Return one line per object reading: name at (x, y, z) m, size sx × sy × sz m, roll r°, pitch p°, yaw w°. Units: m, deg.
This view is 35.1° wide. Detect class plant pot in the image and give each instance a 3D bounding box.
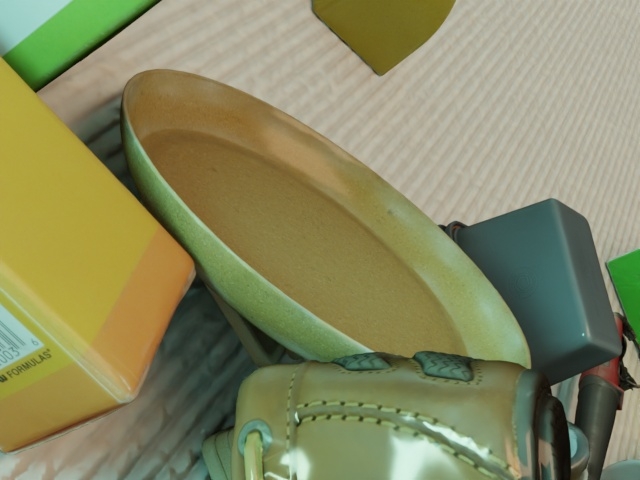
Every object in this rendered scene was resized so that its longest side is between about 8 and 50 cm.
plant pot at (0.053, -0.186, 0.724) m, size 0.081 × 0.083 × 0.081 m, roll 37°, pitch 42°, yaw -36°
plant pot at (0.000, 0.000, 0.495) m, size 0.236 × 0.032 × 0.236 m, roll 33°, pitch 19°, yaw -13°

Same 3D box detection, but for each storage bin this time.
storage bin at (0.150, 0.041, 0.701) m, size 0.098 × 0.091 × 0.135 m, roll 23°, pitch 52°, yaw -46°

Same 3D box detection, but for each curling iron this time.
curling iron at (0.219, 0.124, 0.768) m, size 0.068 × 0.035 × 0.274 m, roll 63°, pitch 25°, yaw -5°

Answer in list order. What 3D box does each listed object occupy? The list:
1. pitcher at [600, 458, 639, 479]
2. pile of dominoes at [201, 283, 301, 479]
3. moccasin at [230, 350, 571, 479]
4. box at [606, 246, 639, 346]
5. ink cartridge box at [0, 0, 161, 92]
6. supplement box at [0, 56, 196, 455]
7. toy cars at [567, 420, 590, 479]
pitcher at (0.296, 0.240, 0.767) m, size 0.207 × 0.125 × 0.178 m, roll 0°, pitch 89°, yaw -44°
pile of dominoes at (0.020, 0.091, 0.555) m, size 0.251 × 0.040 × 0.196 m, roll -10°, pitch 76°, yaw -65°
moccasin at (0.019, 0.231, 0.347) m, size 0.139 × 0.147 × 0.380 m, roll -7°, pitch 93°, yaw -72°
box at (0.419, 0.123, 0.999) m, size 0.231 × 0.126 × 0.262 m, roll 5°, pitch 63°, yaw -51°
ink cartridge box at (-0.137, -0.191, 0.360) m, size 0.255 × 0.188 × 0.097 m, roll 54°, pitch 35°, yaw -15°
supplement box at (-0.151, -0.034, 0.339) m, size 0.233 × 0.080 × 0.078 m, roll 51°, pitch 34°, yaw -23°
toy cars at (0.110, 0.269, 0.461) m, size 0.176 × 0.087 × 0.394 m, roll 117°, pitch -35°, yaw -78°
